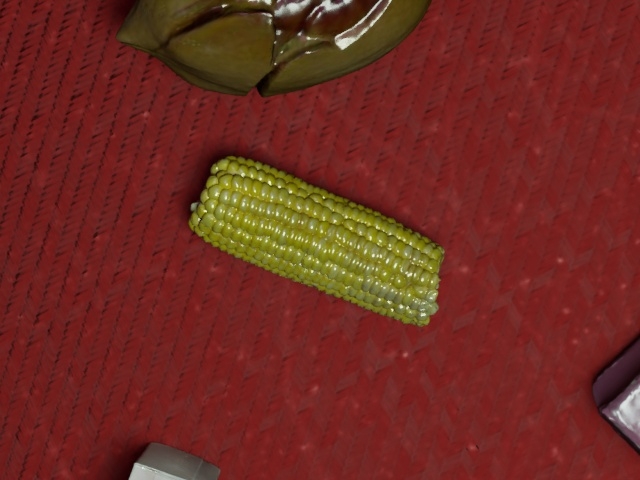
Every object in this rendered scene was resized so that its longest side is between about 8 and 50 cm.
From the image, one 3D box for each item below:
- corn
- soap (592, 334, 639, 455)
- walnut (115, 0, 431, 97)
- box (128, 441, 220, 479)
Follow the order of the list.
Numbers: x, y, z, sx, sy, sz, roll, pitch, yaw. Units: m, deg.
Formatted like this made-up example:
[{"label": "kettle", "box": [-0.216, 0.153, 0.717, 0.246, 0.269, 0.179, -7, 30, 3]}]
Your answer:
[{"label": "corn", "box": [0.000, 0.000, 1.551, 0.244, 0.093, 0.093, 24, 92, -4]}, {"label": "soap", "box": [0.443, 0.097, 1.537, 0.233, 0.128, 0.359, 43, 91, -2]}, {"label": "walnut", "box": [-0.040, -0.226, 1.501, 0.298, 0.203, 0.203, -19, 92, 2]}, {"label": "box", "box": [-0.163, 0.294, 1.540, 0.081, 0.135, 0.199, 23, 91, 0]}]
